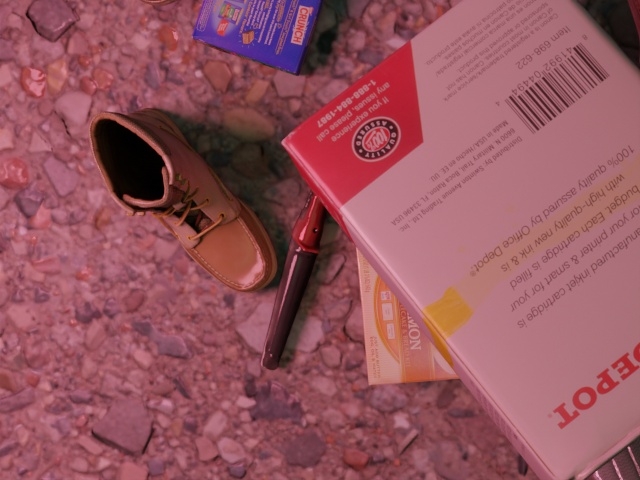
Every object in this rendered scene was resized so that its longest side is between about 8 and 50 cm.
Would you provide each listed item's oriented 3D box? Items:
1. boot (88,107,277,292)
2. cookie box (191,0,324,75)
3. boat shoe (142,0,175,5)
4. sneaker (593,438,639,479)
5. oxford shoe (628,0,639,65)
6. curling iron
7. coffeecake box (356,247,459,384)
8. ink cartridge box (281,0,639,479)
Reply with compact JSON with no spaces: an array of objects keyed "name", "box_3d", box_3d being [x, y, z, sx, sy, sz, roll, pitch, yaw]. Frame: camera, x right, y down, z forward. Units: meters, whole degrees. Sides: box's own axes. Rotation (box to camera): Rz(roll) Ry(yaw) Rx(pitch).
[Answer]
[{"name":"boot","box_3d":[-0.129,-0.033,1.489,0.077,0.165,0.213,-38,89,7]},{"name":"cookie box","box_3d":[-0.057,-0.217,1.533,0.107,0.040,0.091,20,94,4]},{"name":"boat shoe","box_3d":[-0.117,-0.368,1.484,0.113,0.103,0.302,27,93,21]},{"name":"sneaker","box_3d":[0.316,0.249,1.515,0.094,0.091,0.258,-17,72,11]},{"name":"oxford shoe","box_3d":[0.333,-0.136,1.344,0.097,0.098,0.271,-39,117,-22]},{"name":"curling iron","box_3d":[0.000,0.000,1.546,0.068,0.035,0.274,24,95,3]},{"name":"coffeecake box","box_3d":[0.133,0.058,1.523,0.186,0.068,0.142,-5,92,5]},{"name":"ink cartridge box","box_3d":[0.196,-0.008,1.395,0.279,0.160,0.384,-37,74,-3]}]
